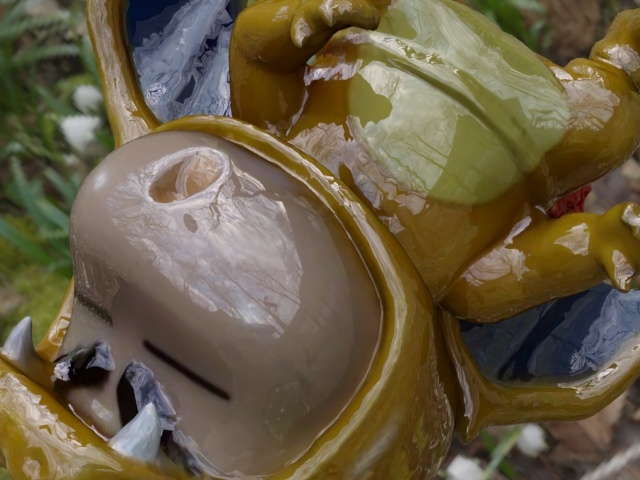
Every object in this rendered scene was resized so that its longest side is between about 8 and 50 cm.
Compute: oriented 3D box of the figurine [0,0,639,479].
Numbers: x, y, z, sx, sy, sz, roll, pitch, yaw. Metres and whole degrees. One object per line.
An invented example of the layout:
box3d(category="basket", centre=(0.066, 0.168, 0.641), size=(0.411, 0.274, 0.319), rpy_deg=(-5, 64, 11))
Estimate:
box3d(category="figurine", centre=(0.030, 0.022, 0.834), size=(0.387, 0.401, 0.268), rpy_deg=(-55, 20, -10))
